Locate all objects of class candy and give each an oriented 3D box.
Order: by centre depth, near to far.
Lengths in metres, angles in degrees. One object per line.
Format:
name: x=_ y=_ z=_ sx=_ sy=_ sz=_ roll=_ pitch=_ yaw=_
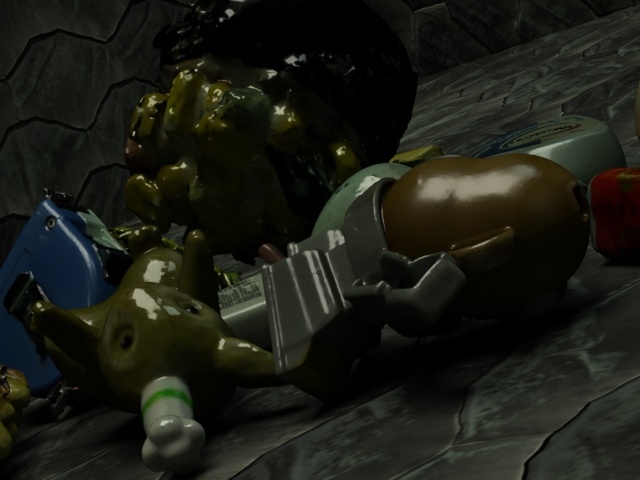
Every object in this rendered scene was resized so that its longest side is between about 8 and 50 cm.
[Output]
candy: x=0.298 y=-0.025 z=1.477 sx=0.059 sy=0.086 sz=0.292 roll=-14 pitch=5 yaw=-17

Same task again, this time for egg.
egg: x=0.061 y=-0.018 z=1.884 sx=0.164 sy=0.131 sz=0.131 roll=-24 pitch=8 yaw=1

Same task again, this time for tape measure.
tape measure: x=-0.340 y=0.135 z=1.928 sx=0.098 sy=0.351 sz=0.215 roll=14 pitch=22 yaw=-47

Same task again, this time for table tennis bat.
table tennis bat: x=0.000 y=0.000 z=1.770 sx=0.107 sy=0.119 sz=0.170 roll=20 pitch=12 yaw=-35

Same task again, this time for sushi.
sushi: x=-0.062 y=-0.133 z=2.012 sx=0.328 sy=0.328 sz=0.285 roll=-26 pitch=32 yaw=47

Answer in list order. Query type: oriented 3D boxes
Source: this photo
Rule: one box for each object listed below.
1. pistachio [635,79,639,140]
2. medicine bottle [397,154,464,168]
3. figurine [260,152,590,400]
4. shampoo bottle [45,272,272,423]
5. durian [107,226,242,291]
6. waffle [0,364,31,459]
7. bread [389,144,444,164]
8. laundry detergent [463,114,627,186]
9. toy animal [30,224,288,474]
pistachio: x=0.492 y=-0.193 z=1.477 sx=0.445 sy=0.281 sz=0.365 roll=-36 pitch=16 yaw=5
medicine bottle: x=0.134 y=-0.057 z=2.068 sx=0.095 sy=0.095 sz=0.260 roll=-27 pitch=9 yaw=-27
figurine: x=0.102 y=0.016 z=1.448 sx=0.285 sy=0.167 sz=0.342 roll=-28 pitch=26 yaw=22
shampoo bottle: x=-0.162 y=0.122 z=1.802 sx=0.284 sy=0.071 sz=0.153 roll=-25 pitch=12 yaw=-1
durian: x=-0.181 y=0.048 z=2.033 sx=0.169 sy=0.157 sz=0.355 roll=-13 pitch=3 yaw=-17
waffle: x=-0.481 y=0.252 z=1.737 sx=0.382 sy=0.095 sz=0.379 roll=-26 pitch=8 yaw=-3
bread: x=0.087 y=-0.069 z=2.295 sx=0.226 sy=0.088 sz=0.049 roll=-15 pitch=14 yaw=45
laundry detergent: x=0.228 y=-0.055 z=1.784 sx=0.215 sy=0.105 sz=0.280 roll=-20 pitch=10 yaw=10
toy animal: x=-0.152 y=0.093 z=1.555 sx=0.181 sy=0.180 sz=0.363 roll=-32 pitch=9 yaw=-14
